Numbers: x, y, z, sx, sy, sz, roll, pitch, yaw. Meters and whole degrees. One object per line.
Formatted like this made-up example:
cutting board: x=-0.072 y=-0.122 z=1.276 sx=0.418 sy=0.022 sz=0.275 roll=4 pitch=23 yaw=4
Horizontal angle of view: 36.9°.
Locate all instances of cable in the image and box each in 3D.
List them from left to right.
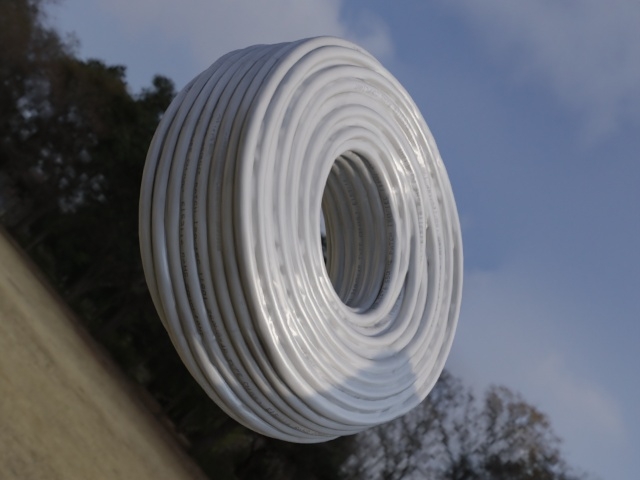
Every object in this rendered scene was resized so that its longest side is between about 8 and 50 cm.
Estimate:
cable: x=0.000 y=0.000 z=0.612 sx=0.089 sy=0.257 sz=0.257 roll=-6 pitch=-72 yaw=33
